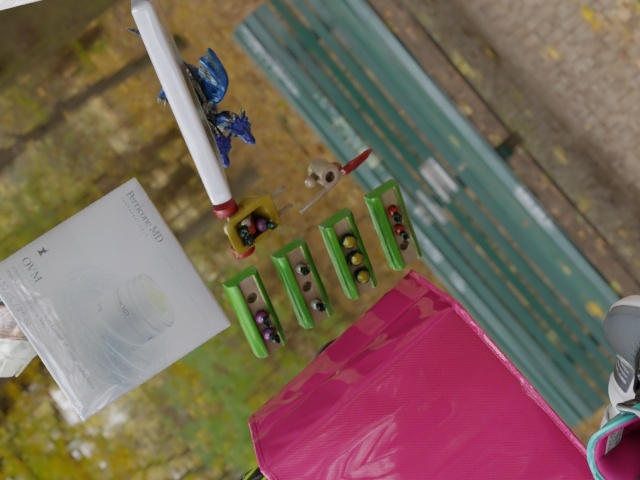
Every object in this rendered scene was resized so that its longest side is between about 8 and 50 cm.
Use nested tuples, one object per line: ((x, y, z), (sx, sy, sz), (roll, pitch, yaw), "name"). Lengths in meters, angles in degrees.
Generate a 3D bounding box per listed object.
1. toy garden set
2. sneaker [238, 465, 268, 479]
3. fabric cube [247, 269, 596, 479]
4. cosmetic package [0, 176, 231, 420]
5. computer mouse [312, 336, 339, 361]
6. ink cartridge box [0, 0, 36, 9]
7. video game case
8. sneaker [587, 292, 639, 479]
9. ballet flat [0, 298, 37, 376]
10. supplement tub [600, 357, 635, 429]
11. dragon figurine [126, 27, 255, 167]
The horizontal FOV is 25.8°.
((0.000, 0.000, 1.612), (0.049, 0.244, 0.203), (33, 150, 53), "toy garden set")
((-0.118, 0.401, 1.793), (0.385, 0.145, 0.147), (-26, 110, 42), "sneaker")
((0.103, 0.219, 1.495), (0.254, 0.258, 0.259), (48, 179, -8), "fabric cube")
((-0.269, 0.072, 1.787), (0.224, 0.225, 0.138), (57, 172, -5), "cosmetic package")
((0.042, 0.284, 2.227), (0.072, 0.189, 0.272), (68, -161, -56), "computer mouse")
((-0.335, -0.480, 1.901), (0.353, 0.207, 0.119), (-81, -26, -44), "ink cartridge box")
((-0.155, -0.170, 1.534), (0.206, 0.026, 0.227), (-114, 2, -70), "video game case")
((0.324, 0.164, 1.364), (0.295, 0.178, 0.123), (42, 147, 55), "sneaker")
((-0.460, 0.142, 1.961), (0.316, 0.106, 0.108), (-10, 163, 42), "ballet flat")
((0.483, 0.154, 1.778), (0.191, 0.272, 0.191), (15, -158, -6), "supplement tub")
((-0.190, -0.234, 2.129), (0.289, 0.085, 0.144), (63, 158, 9), "dragon figurine")
